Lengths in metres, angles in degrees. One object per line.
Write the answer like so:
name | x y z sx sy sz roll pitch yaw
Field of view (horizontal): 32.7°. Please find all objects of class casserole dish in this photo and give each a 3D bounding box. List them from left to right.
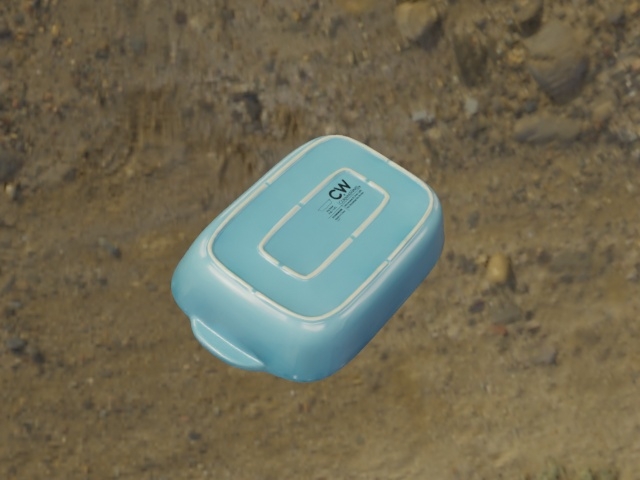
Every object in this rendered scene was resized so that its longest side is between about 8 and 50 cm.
casserole dish | 0.000 0.000 0.620 0.114 0.188 0.037 33 138 14
